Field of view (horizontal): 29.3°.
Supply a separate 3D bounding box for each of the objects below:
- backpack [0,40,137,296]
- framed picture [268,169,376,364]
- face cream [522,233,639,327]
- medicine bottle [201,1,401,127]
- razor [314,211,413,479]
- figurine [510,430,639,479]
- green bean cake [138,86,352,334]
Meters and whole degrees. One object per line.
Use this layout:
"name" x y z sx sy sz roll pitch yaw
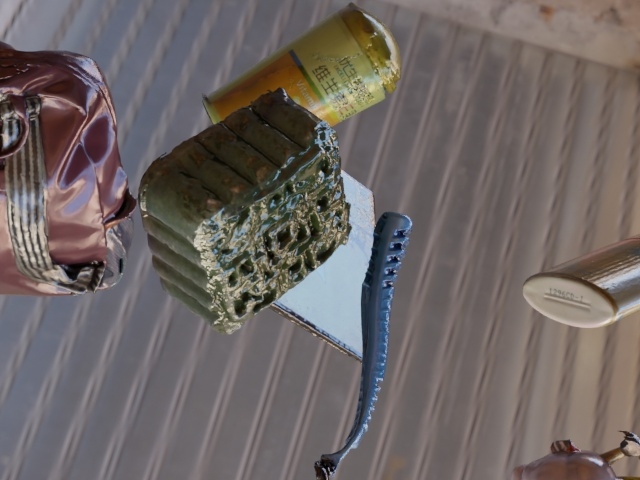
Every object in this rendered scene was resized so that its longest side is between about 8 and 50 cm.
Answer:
"backpack" -0.329 -0.069 1.270 0.317 0.283 0.197 109 -23 -50
"framed picture" 0.000 0.000 1.749 0.014 0.255 0.338 -31 -138 32
"face cream" 0.401 0.046 1.605 0.285 0.139 0.067 -16 114 -44
"medicine bottle" -0.016 -0.184 1.474 0.239 0.124 0.124 -31 -177 6
"razor" 0.040 0.096 1.072 0.082 0.042 0.253 93 10 -75
"figurine" 0.258 0.293 1.306 0.112 0.137 0.229 -40 158 -51
"green bean cake" -0.062 -0.021 1.109 0.181 0.094 0.173 -37 145 -24
